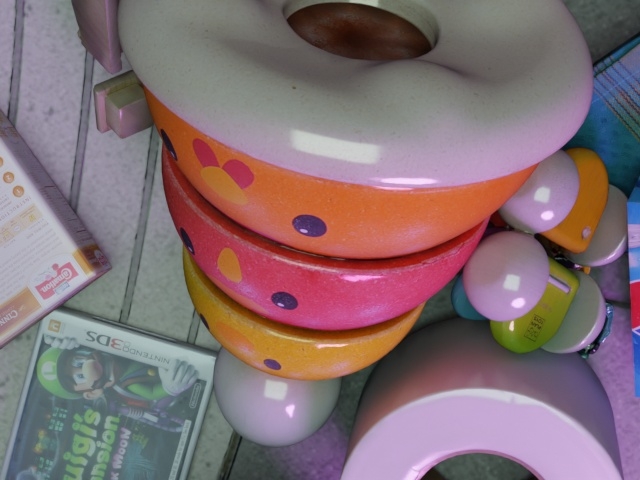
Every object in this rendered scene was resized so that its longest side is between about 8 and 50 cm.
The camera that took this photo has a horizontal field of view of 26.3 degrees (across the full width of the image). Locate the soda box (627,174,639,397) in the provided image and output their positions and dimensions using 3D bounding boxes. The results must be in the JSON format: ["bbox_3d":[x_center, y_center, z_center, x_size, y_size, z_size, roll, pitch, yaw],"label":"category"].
[{"bbox_3d":[0.308,0.039,1.186,0.067,0.071,0.210,7,126,26],"label":"soda box"}]

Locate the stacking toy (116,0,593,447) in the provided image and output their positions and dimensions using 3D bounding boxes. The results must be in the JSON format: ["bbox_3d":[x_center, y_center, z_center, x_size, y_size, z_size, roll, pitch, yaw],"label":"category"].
[{"bbox_3d":[0.000,0.000,1.123,0.350,0.351,0.480,11,128,0],"label":"stacking toy"}]

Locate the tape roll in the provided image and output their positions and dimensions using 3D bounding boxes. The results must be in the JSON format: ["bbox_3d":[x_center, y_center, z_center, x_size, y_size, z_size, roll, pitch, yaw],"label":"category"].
[{"bbox_3d":[0.142,0.207,1.204,0.246,0.169,0.246,2,109,7],"label":"tape roll"}]

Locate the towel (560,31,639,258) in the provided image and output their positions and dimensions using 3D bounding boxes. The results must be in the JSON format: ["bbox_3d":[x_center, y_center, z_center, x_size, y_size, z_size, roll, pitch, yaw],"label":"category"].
[{"bbox_3d":[0.373,-0.033,1.169,0.370,0.040,0.271,48,135,-8],"label":"towel"}]

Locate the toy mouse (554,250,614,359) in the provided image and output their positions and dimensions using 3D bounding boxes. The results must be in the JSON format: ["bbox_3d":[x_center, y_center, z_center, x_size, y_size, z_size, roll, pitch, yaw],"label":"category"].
[{"bbox_3d":[0.209,0.070,1.260,0.161,0.031,0.143,-4,105,5],"label":"toy mouse"}]

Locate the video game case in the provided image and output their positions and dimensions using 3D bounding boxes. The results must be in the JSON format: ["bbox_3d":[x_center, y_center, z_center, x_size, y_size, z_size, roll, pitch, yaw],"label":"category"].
[{"bbox_3d":[-0.201,0.172,1.300,0.173,0.022,0.190,16,101,-1],"label":"video game case"}]

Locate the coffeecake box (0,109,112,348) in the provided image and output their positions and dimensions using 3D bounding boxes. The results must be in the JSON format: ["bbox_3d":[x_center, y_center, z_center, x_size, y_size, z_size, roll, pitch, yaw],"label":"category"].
[{"bbox_3d":[-0.302,-0.007,1.238,0.142,0.068,0.185,-35,90,7],"label":"coffeecake box"}]

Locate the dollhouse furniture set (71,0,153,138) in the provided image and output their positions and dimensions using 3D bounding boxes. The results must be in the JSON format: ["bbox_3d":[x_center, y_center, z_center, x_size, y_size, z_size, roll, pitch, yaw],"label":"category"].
[{"bbox_3d":[-0.100,-0.314,1.168,0.303,0.174,0.356,-26,141,-29],"label":"dollhouse furniture set"}]

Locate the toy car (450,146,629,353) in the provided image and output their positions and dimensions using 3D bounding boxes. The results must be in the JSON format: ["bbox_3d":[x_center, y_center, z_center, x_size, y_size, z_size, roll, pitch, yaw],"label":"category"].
[{"bbox_3d":[0.172,0.003,1.170,0.136,0.159,0.182,14,82,42],"label":"toy car"}]
